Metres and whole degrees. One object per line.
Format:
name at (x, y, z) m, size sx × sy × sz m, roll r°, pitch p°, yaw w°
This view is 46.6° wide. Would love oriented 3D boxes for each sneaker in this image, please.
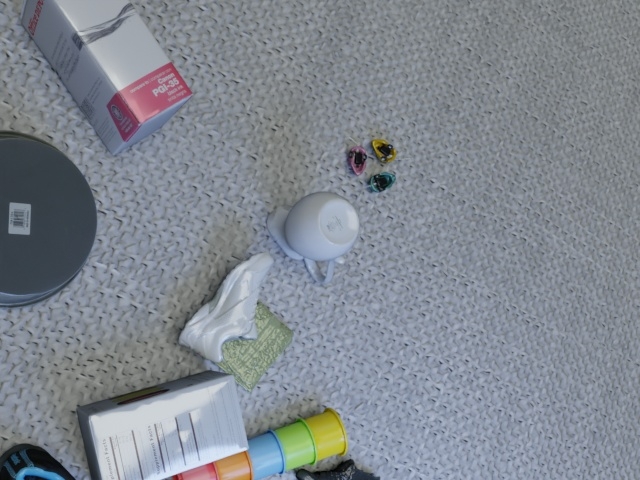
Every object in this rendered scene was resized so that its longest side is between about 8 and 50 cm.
sneaker at (-0.148, 0.126, 1.359) m, size 0.115 × 0.090 × 0.232 m, roll 38°, pitch 76°, yaw 2°
sneaker at (-0.388, 0.473, 1.172) m, size 0.125 × 0.139 × 0.341 m, roll -44°, pitch 104°, yaw -26°
sneaker at (0.034, 0.456, 1.435) m, size 0.170 × 0.051 × 0.089 m, roll 38°, pitch 68°, yaw -22°

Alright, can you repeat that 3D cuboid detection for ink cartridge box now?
ink cartridge box at (-0.366, -0.311, 1.257) m, size 0.117 × 0.207 × 0.283 m, roll -38°, pitch 100°, yaw -27°

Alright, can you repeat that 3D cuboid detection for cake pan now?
cake pan at (-0.489, -0.035, 1.198) m, size 0.293 × 0.054 × 0.293 m, roll 3°, pitch 86°, yaw -42°

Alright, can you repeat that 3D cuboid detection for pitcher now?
pitcher at (0.000, 0.000, 1.395) m, size 0.125 × 0.207 × 0.178 m, roll -37°, pitch 100°, yaw -25°

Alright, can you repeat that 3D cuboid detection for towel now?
towel at (-0.128, 0.199, 1.403) m, size 0.110 × 0.027 × 0.148 m, roll 45°, pitch 67°, yaw -13°

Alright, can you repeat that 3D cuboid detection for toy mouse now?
toy mouse at (0.103, -0.149, 1.564) m, size 0.161 × 0.031 × 0.143 m, roll 29°, pitch 71°, yaw -20°

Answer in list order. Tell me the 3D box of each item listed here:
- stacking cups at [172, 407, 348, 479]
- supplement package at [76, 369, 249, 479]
stacking cups at (-0.105, 0.397, 1.347) m, size 0.316 × 0.096 × 0.096 m, roll -14°, pitch 89°, yaw -27°
supplement package at (-0.267, 0.317, 1.254) m, size 0.244 × 0.139 × 0.134 m, roll -12°, pitch 89°, yaw -28°
